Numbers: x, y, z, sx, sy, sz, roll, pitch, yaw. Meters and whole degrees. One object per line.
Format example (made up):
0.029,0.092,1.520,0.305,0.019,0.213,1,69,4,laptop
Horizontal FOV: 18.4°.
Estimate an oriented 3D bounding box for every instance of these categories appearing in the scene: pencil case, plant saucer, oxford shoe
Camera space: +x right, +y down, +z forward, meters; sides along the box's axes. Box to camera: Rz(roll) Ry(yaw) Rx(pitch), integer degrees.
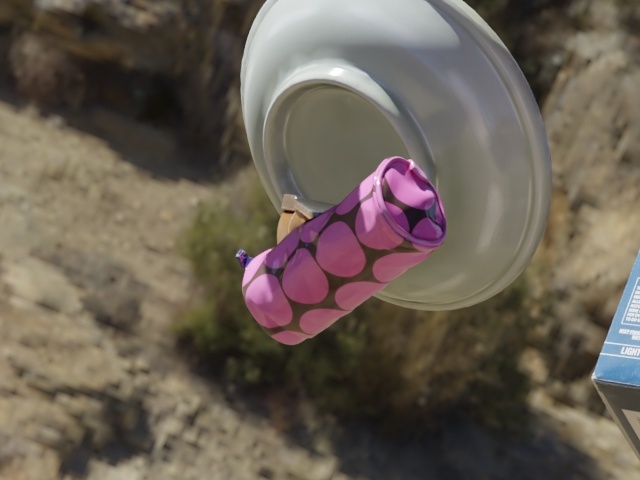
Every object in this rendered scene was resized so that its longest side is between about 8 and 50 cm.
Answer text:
0.019,0.005,1.672,0.095,0.209,0.098,42,45,-16,pencil case
0.050,-0.091,2.073,0.400,0.400,0.100,32,43,24,plant saucer
0.000,0.000,1.845,0.076,0.076,0.212,16,-1,-8,oxford shoe

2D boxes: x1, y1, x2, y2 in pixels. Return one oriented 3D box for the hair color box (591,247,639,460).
0.356,0.023,1.700,0.105,0.347,0.174,8,-30,33,hair color box
